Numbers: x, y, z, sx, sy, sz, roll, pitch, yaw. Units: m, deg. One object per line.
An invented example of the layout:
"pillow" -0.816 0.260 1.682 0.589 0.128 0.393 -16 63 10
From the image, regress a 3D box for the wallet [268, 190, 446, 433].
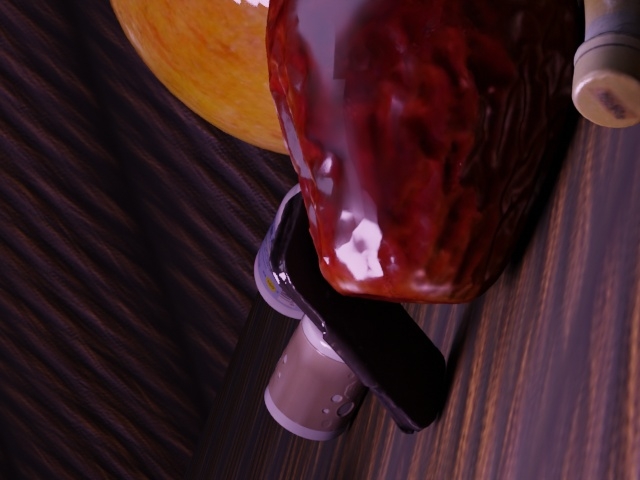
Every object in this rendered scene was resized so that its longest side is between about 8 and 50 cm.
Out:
"wallet" 0.025 0.046 1.195 0.018 0.157 0.082 -24 31 32

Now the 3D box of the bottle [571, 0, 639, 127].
"bottle" 0.153 -0.162 0.923 0.083 0.083 0.270 116 172 -51

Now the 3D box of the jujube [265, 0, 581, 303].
"jujube" 0.059 -0.088 1.159 0.190 0.190 0.255 135 138 -80

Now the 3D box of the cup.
"cup" 0.017 0.101 1.595 0.074 0.102 0.099 56 136 35

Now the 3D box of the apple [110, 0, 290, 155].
"apple" 0.005 -0.260 1.422 0.400 0.333 0.400 -167 90 -82

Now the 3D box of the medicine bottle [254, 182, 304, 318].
"medicine bottle" 0.000 0.000 1.942 0.187 0.102 0.103 119 171 -63
